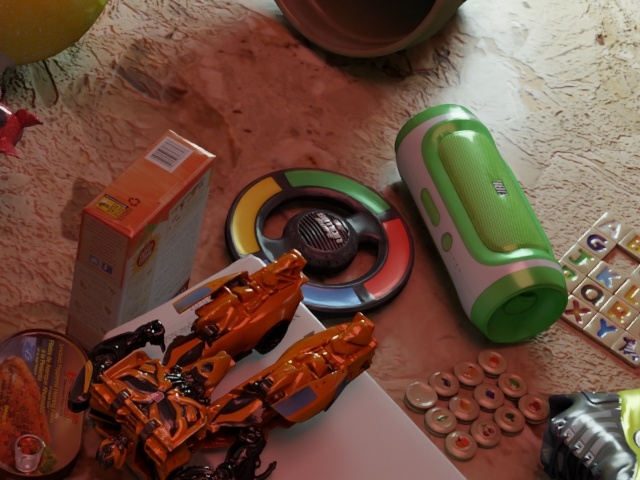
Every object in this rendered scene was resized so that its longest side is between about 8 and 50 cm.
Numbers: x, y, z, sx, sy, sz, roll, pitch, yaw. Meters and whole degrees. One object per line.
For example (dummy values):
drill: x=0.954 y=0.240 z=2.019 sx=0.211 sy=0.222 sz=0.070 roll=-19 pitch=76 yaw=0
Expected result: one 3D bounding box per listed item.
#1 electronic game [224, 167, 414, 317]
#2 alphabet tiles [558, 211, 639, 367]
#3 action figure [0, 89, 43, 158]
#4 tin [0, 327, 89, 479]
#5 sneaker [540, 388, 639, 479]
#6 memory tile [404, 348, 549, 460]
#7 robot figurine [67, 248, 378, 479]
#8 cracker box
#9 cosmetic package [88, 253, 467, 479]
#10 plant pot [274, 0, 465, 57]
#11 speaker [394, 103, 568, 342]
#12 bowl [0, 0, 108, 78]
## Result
electronic game: x=0.000 y=0.000 z=1.964 sx=0.229 sy=0.048 sz=0.229 roll=8 pitch=47 yaw=-9
alphabet tiles: x=0.401 y=0.079 z=2.035 sx=0.237 sy=0.009 sz=0.198 roll=35 pitch=48 yaw=17
action figure: x=-0.476 y=-0.188 z=1.862 sx=0.370 sy=0.275 sz=0.248 roll=14 pitch=39 yaw=16
tin: x=-0.297 y=0.175 z=1.728 sx=0.106 sy=0.040 sz=0.189 roll=6 pitch=47 yaw=-6
sneaker: x=0.294 y=0.246 z=1.759 sx=0.121 sy=0.111 sz=0.300 roll=5 pitch=18 yaw=7
memory tile: x=0.177 y=0.183 z=1.873 sx=0.148 sy=0.012 sz=0.113 roll=-22 pitch=58 yaw=-31
robot figurine: x=-0.096 y=0.128 z=1.582 sx=0.291 sy=0.085 sz=0.211 roll=-32 pitch=63 yaw=-34
cracker box: x=-0.195 y=0.015 z=1.766 sx=0.067 sy=0.232 sz=0.156 roll=30 pitch=47 yaw=13
cosmetic package: x=-0.037 y=0.224 z=1.673 sx=0.217 sy=0.156 sz=0.385 roll=-30 pitch=62 yaw=-33
plant pot: x=0.123 y=-0.424 z=2.239 sx=0.323 sy=0.323 sz=0.280 roll=42 pitch=36 yaw=22
speaker: x=0.190 y=-0.024 z=1.988 sx=0.131 sy=0.131 sz=0.296 roll=-7 pitch=51 yaw=-21
bowl: x=-0.414 y=-0.283 z=1.996 sx=0.289 sy=0.289 sz=0.156 roll=19 pitch=82 yaw=2
